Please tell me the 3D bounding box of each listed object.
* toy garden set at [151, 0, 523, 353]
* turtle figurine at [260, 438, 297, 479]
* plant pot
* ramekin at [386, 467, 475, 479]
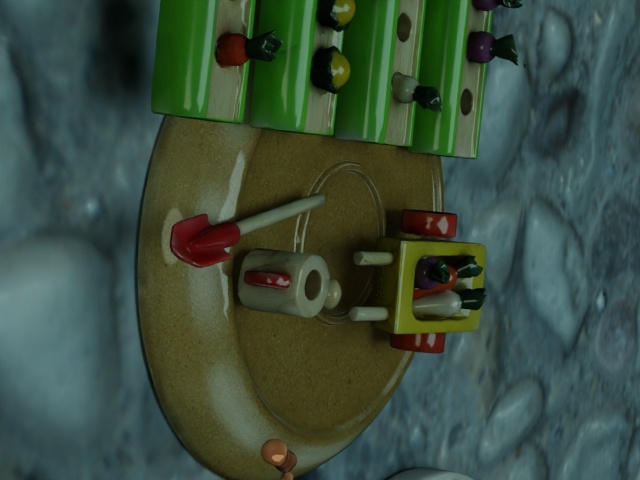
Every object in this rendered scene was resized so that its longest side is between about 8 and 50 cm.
[{"bbox_3d":[0.020,-0.049,0.764,0.244,0.049,0.204,2,94,-58],"label":"toy garden set"},{"bbox_3d":[-0.099,0.184,0.651,0.269,0.087,0.217,-16,118,-65],"label":"turtle figurine"},{"bbox_3d":[0.000,0.000,0.820,0.236,0.032,0.236,-17,110,-56],"label":"plant pot"},{"bbox_3d":[0.084,0.231,0.927,0.207,0.109,0.207,-18,112,-55],"label":"ramekin"}]
